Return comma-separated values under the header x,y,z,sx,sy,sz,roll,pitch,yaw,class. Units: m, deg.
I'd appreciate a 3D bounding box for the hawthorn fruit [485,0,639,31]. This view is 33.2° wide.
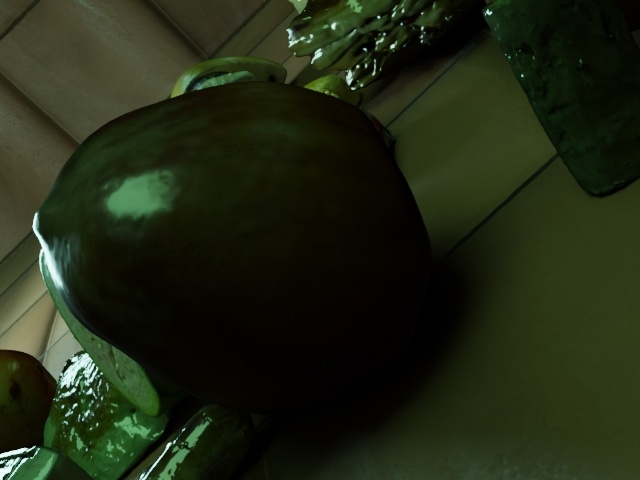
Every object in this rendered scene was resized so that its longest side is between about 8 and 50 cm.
x,y,z,sx,sy,sz,roll,pitch,yaw,class
0.295,-0.332,1.100,0.277,0.277,0.298,-50,37,-15,hawthorn fruit

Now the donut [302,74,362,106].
x,y,z,sx,sy,sz,roll,pitch,yaw,class
-0.021,-0.209,1.793,0.181,0.078,0.146,-42,21,7,donut

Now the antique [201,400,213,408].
x,y,z,sx,sy,sz,roll,pitch,yaw,class
-0.120,0.175,1.264,0.031,0.015,0.192,-37,19,23,antique

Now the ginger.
x,y,z,sx,sy,sz,roll,pitch,yaw,class
-0.132,0.236,1.069,0.190,0.069,0.095,-52,14,-16,ginger

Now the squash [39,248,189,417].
x,y,z,sx,sy,sz,roll,pitch,yaw,class
-0.147,0.029,1.290,0.309,0.234,0.210,-34,8,-26,squash

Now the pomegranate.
x,y,z,sx,sy,sz,roll,pitch,yaw,class
-0.482,0.257,1.584,0.209,0.209,0.209,-40,19,16,pomegranate

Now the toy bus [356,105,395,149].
x,y,z,sx,sy,sz,roll,pitch,yaw,class
0.050,-0.120,1.432,0.079,0.077,0.174,-38,19,19,toy bus

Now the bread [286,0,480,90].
x,y,z,sx,sy,sz,roll,pitch,yaw,class
0.128,-0.370,1.664,0.324,0.167,0.277,-16,32,41,bread

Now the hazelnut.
x,y,z,sx,sy,sz,roll,pitch,yaw,class
-0.076,0.007,1.029,0.366,0.366,0.366,-40,19,16,hazelnut

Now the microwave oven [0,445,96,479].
x,y,z,sx,sy,sz,roll,pitch,yaw,class
-0.316,0.387,0.863,0.333,0.247,0.394,-21,30,50,microwave oven

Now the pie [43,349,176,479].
x,y,z,sx,sy,sz,roll,pitch,yaw,class
-0.271,0.216,1.406,0.274,0.105,0.257,-36,35,35,pie

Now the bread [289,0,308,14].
x,y,z,sx,sy,sz,roll,pitch,yaw,class
0.105,-0.596,2.042,0.371,0.279,0.390,-49,16,-16,bread

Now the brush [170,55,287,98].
x,y,z,sx,sy,sz,roll,pitch,yaw,class
-0.165,-0.290,2.177,0.266,0.174,0.166,-33,28,-19,brush

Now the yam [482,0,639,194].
x,y,z,sx,sy,sz,roll,pitch,yaw,class
0.230,-0.146,0.943,0.107,0.194,0.107,-29,10,5,yam
